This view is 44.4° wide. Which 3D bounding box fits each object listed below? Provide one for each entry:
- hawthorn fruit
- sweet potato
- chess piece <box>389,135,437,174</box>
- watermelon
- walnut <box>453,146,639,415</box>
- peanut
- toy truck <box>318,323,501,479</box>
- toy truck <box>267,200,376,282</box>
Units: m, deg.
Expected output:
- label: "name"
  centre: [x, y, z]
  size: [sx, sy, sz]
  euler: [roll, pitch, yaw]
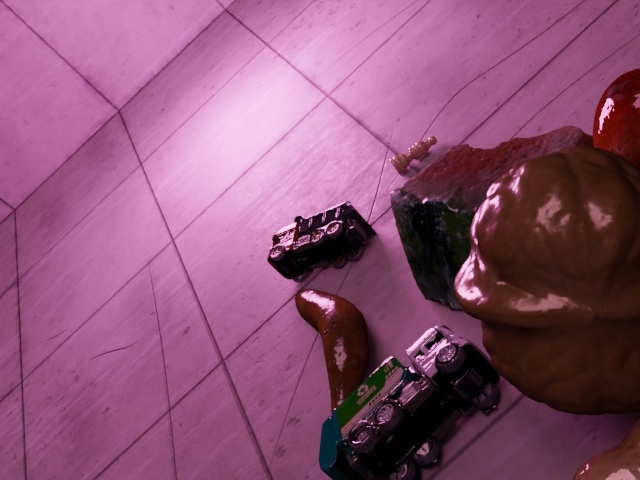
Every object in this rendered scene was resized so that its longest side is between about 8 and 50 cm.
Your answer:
- label: "hawthorn fruit"
  centre: [0.438, -0.146, 1.023]
  size: [0.173, 0.173, 0.173]
  euler: [-28, 37, 24]
- label: "sweet potato"
  centre: [0.029, 0.162, 1.218]
  size: [0.108, 0.079, 0.346]
  euler: [-61, 27, 29]
- label: "chess piece"
  centre: [0.174, -0.162, 1.442]
  size: [0.092, 0.035, 0.035]
  euler: [-35, 35, 9]
- label: "watermelon"
  centre: [0.250, -0.053, 1.136]
  size: [0.264, 0.151, 0.302]
  euler: [-1, 53, 46]
- label: "walnut"
  centre: [0.286, 0.039, 0.873]
  size: [0.277, 0.253, 0.282]
  euler: [-51, -22, -73]
- label: "peanut"
  centre: [0.345, 0.233, 0.796]
  size: [0.228, 0.085, 0.104]
  euler: [-43, 47, 0]
- label: "toy truck"
  centre: [0.109, 0.226, 1.030]
  size: [0.253, 0.114, 0.124]
  euler: [-45, 28, -2]
- label: "toy truck"
  centre: [0.000, 0.000, 1.408]
  size: [0.192, 0.083, 0.092]
  euler: [-22, 40, 29]
